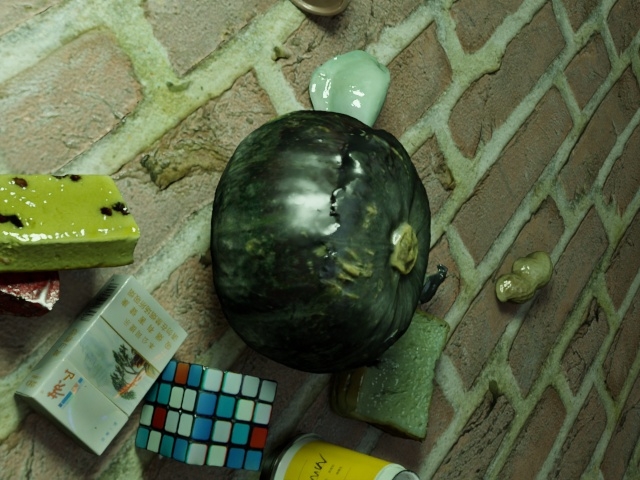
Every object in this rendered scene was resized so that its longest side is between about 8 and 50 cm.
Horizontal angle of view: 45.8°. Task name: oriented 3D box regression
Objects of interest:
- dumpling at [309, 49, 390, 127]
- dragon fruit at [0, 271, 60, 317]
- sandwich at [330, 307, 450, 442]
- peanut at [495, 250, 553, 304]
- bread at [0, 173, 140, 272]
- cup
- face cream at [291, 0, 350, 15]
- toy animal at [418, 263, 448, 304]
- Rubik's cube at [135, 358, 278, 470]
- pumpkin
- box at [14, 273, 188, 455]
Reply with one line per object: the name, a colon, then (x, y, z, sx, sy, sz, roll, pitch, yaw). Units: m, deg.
dumpling: (0.055, -0.286, 1.542, 0.105, 0.149, 0.217, 62, 45, -75)
dragon fruit: (-0.434, 0.047, 1.053, 0.162, 0.083, 0.106, 21, 48, -9)
sandwich: (0.144, 0.259, 1.588, 0.249, 0.095, 0.273, 27, 71, -36)
peanut: (0.528, 0.101, 1.972, 0.227, 0.085, 0.104, -34, 102, -38)
bread: (-0.431, -0.023, 0.999, 0.361, 0.077, 0.138, -4, 47, -38)
cup: (0.037, 0.453, 1.352, 0.196, 0.279, 0.197, 6, 82, -49)
face cream: (0.004, -0.521, 1.456, 0.149, 0.149, 0.104, 38, 63, -36)
toy animal: (0.168, 0.055, 1.630, 0.225, 0.093, 0.121, 40, 71, -36)
Rubik's cube: (-0.185, 0.279, 1.228, 0.155, 0.154, 0.151, 22, 73, -40)
pumpkin: (0.000, 0.000, 1.290, 0.454, 0.343, 0.455, -10, 101, -61)
box: (-0.327, 0.185, 1.157, 0.149, 0.067, 0.233, 51, 56, -28)
